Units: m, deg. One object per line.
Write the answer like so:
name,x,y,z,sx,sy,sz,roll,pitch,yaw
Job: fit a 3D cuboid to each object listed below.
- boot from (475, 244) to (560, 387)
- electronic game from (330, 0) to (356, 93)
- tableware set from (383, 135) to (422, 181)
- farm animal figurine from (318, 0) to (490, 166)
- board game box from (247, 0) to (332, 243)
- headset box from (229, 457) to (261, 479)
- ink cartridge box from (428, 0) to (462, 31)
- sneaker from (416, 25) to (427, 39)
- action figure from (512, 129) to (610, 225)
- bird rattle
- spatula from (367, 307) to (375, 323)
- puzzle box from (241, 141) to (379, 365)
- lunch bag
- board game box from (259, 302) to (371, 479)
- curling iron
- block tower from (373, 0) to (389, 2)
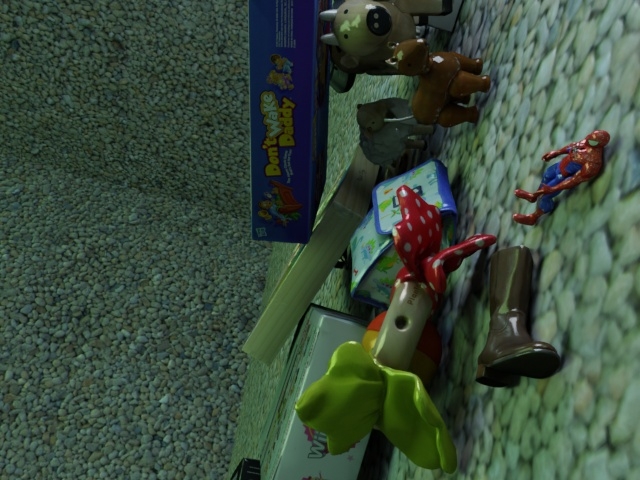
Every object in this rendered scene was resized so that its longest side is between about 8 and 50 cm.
boot,0.149,0.046,0.511,0.106,0.037,0.114,129,160,-67
electronic game,0.021,-0.347,1.076,0.229,0.048,0.229,171,90,-81
tableware set,0.100,-0.056,1.026,0.128,0.039,0.194,124,160,-68
farm animal figurine,0.076,-0.281,0.833,0.327,0.172,0.330,137,132,-78
board game box,-0.035,-0.202,0.919,0.233,0.078,0.347,-76,-11,-64
headset box,-0.102,0.518,1.052,0.246,0.131,0.283,114,167,-53
ink cartridge box,0.174,-0.370,1.010,0.104,0.060,0.180,-95,21,-70
sneaker,0.166,-0.372,1.194,0.043,0.040,0.109,-56,17,16
action figure,0.177,-0.048,0.508,0.115,0.030,0.038,124,164,-62
bird rattle,0.073,0.088,0.659,0.207,0.143,0.253,84,-161,-67
spatula,0.039,0.237,0.987,0.168,0.019,0.242,-91,18,-61
puzzle box,0.000,0.000,1.130,0.272,0.052,0.409,-59,3,20
lunch bag,0.099,-0.008,0.777,0.151,0.096,0.129,-55,16,27
board game box,-0.002,0.204,0.899,0.303,0.098,0.224,156,132,-85
curling iron,0.067,-0.021,1.223,0.274,0.035,0.068,118,158,-60
block tower,0.110,-0.426,0.993,0.335,0.097,0.091,121,164,-74
